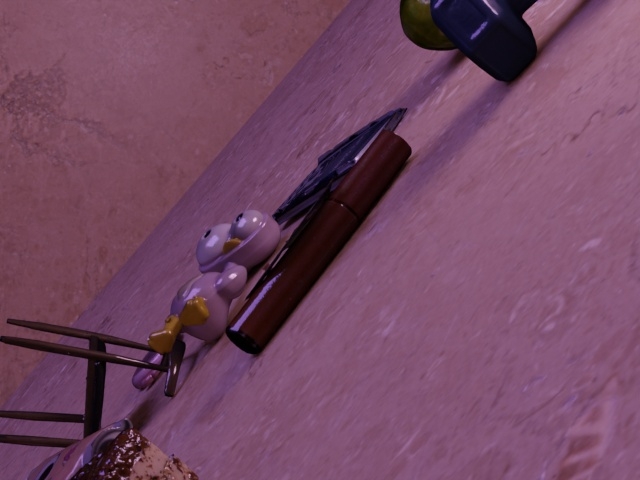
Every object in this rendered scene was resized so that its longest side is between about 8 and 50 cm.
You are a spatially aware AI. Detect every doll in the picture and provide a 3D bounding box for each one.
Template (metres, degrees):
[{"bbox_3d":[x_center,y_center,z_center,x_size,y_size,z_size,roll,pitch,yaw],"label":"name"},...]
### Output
[{"bbox_3d":[-0.152,0.053,2.195,0.160,0.094,0.365,-38,15,31],"label":"doll"}]

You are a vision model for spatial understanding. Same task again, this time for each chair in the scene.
[{"bbox_3d":[-0.345,0.221,2.137,0.188,0.272,0.166,-142,58,-80],"label":"chair"}]

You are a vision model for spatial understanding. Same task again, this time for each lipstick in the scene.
[{"bbox_3d":[0.000,0.000,1.884,0.356,0.057,0.057,-52,11,-18],"label":"lipstick"}]

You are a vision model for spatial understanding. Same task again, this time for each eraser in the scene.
[{"bbox_3d":[-0.337,0.342,1.917,0.290,0.087,0.171,-31,25,57],"label":"eraser"}]

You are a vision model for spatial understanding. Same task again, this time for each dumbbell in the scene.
[{"bbox_3d":[0.286,-0.354,1.772,0.325,0.160,0.144,-44,40,16],"label":"dumbbell"}]

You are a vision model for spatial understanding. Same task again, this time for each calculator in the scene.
[{"bbox_3d":[0.027,-0.118,2.270,0.274,0.028,0.165,-30,18,53],"label":"calculator"},{"bbox_3d":[-0.269,0.193,2.336,0.103,0.024,0.166,-45,10,14],"label":"calculator"}]

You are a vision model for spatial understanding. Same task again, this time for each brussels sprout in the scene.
[{"bbox_3d":[0.201,-0.367,2.156,0.181,0.143,0.161,-25,-8,2],"label":"brussels sprout"}]

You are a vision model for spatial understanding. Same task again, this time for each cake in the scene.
[{"bbox_3d":[-0.257,0.332,1.584,0.246,0.112,0.135,-43,15,26],"label":"cake"}]

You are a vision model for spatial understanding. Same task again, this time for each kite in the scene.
[{"bbox_3d":[-0.037,-0.003,2.005,0.204,0.022,0.360,-53,1,1],"label":"kite"}]
